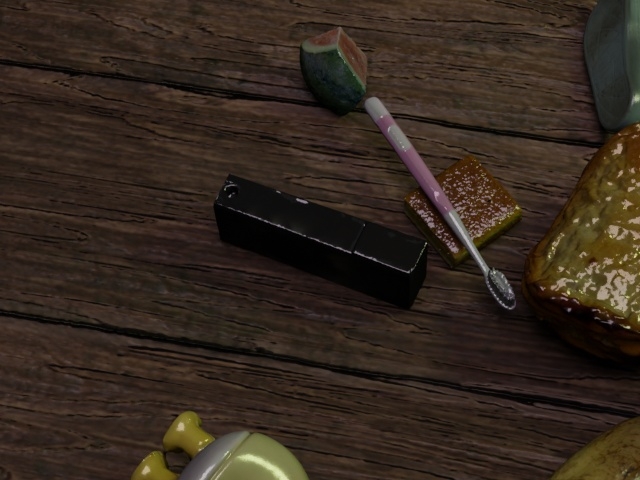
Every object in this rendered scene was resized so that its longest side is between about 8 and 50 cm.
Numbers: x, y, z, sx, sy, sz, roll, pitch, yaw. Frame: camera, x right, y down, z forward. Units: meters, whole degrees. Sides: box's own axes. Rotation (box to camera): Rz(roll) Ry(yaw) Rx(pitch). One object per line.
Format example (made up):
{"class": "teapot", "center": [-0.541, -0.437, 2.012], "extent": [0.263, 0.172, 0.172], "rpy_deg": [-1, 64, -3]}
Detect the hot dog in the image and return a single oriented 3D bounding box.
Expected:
{"class": "hot dog", "center": [0.313, 0.005, 1.505], "extent": [0.175, 0.114, 0.259], "rpy_deg": [25, 63, 21]}

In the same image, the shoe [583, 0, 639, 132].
{"class": "shoe", "center": [0.342, -0.191, 1.643], "extent": [0.078, 0.079, 0.195], "rpy_deg": [24, 49, -24]}

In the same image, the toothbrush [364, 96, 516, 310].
{"class": "toothbrush", "center": [0.121, -0.044, 1.547], "extent": [0.020, 0.025, 0.286], "rpy_deg": [-27, 64, -12]}

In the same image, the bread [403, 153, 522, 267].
{"class": "bread", "center": [0.148, -0.031, 1.573], "extent": [0.094, 0.035, 0.090], "rpy_deg": [-34, 65, -15]}

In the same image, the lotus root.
{"class": "lotus root", "center": [0.251, 0.251, 1.382], "extent": [0.110, 0.097, 0.258], "rpy_deg": [35, 65, 23]}

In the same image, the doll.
{"class": "doll", "center": [-0.037, 0.277, 1.378], "extent": [0.296, 0.117, 0.141], "rpy_deg": [39, 72, 6]}

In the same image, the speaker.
{"class": "speaker", "center": [0.000, 0.000, 1.537], "extent": [0.218, 0.082, 0.044], "rpy_deg": [20, 64, 12]}

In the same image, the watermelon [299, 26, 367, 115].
{"class": "watermelon", "center": [0.024, -0.186, 1.635], "extent": [0.092, 0.084, 0.072], "rpy_deg": [30, 74, 39]}
